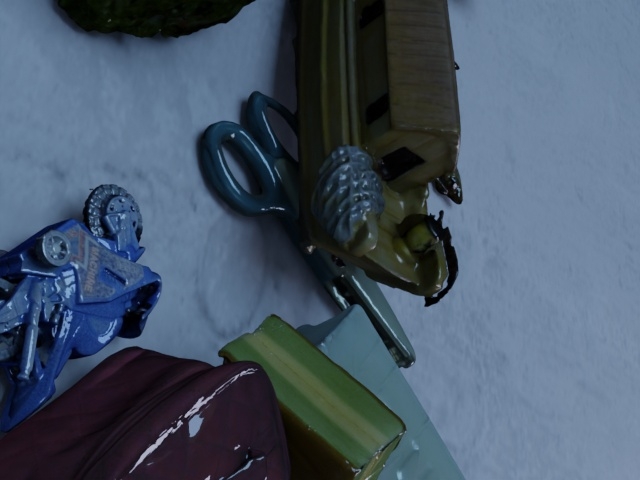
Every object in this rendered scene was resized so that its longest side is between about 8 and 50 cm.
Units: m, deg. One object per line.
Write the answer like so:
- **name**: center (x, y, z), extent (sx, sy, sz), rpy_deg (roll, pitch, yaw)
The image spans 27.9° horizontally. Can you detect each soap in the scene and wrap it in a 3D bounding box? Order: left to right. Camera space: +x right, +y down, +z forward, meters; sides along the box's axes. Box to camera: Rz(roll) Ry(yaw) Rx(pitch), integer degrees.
- **soap**: center (0.038, 0.220, 1.068), extent (0.290, 0.095, 0.173), rpy_deg (59, 41, -9)

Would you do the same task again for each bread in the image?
- **bread**: center (-0.016, 0.134, 0.970), extent (0.139, 0.084, 0.074), rpy_deg (39, 47, 15)

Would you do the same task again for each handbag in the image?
- **handbag**: center (-0.123, 0.170, 0.866), extent (0.225, 0.135, 0.147), rpy_deg (-38, 125, -50)

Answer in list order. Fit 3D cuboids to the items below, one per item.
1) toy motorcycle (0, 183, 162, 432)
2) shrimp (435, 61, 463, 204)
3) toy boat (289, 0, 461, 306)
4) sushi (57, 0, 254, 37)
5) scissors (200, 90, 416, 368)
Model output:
- **toy motorcycle**: center (-0.183, 0.042, 0.934), extent (0.205, 0.076, 0.114), rpy_deg (-44, 113, -48)
- **shrimp**: center (0.123, -0.142, 1.389), extent (0.195, 0.035, 0.148), rpy_deg (58, 38, -8)
- **toy boat**: center (0.051, -0.154, 1.178), extent (0.136, 0.162, 0.446), rpy_deg (29, 43, -35)
- **sushi**: center (-0.132, -0.356, 1.097), extent (0.294, 0.178, 0.352), rpy_deg (-29, 96, -52)
- **scissors**: center (0.000, 0.000, 1.174), extent (0.289, 0.041, 0.138), rpy_deg (55, 41, -8)
